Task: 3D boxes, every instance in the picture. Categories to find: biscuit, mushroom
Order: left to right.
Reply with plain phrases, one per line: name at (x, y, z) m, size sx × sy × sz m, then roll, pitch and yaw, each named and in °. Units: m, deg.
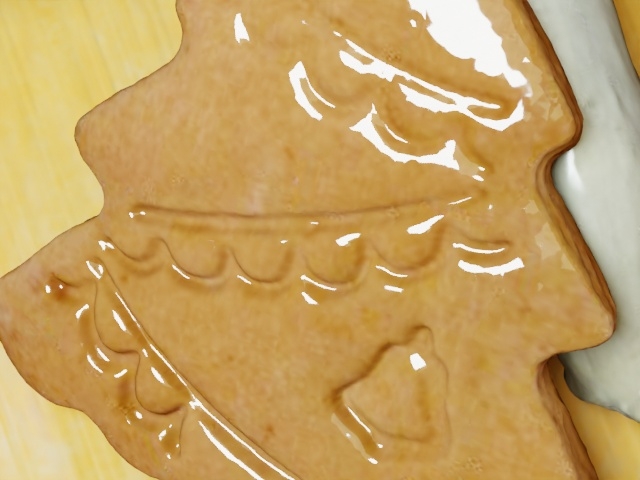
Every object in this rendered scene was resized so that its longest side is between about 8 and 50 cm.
biscuit at (0.000, 0.000, 0.617) m, size 0.284 × 0.043 × 0.306 m, roll 20°, pitch 110°, yaw 19°
mushroom at (0.078, -0.090, 0.651) m, size 0.097 × 0.109 × 0.351 m, roll -18°, pitch 82°, yaw -17°
